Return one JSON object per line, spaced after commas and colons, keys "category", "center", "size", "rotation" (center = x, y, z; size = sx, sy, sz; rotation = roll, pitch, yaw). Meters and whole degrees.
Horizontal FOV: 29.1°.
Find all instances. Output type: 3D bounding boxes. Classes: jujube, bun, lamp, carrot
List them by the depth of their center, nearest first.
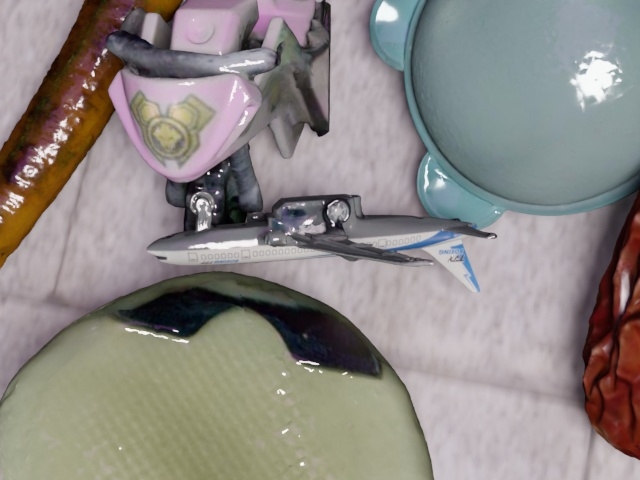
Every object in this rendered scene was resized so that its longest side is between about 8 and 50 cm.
{"category": "jujube", "center": [0.258, 0.040, 0.793], "size": [0.155, 0.155, 0.230], "rotation": [21, 103, 10]}
{"category": "bun", "center": [-0.069, 0.166, 0.804], "size": [0.283, 0.179, 0.283], "rotation": [5, 66, -12]}
{"category": "lamp", "center": [0.188, -0.130, 0.856], "size": [0.284, 0.147, 0.209], "rotation": [-16, 89, 0]}
{"category": "carrot", "center": [-0.200, -0.086, 0.926], "size": [0.066, 0.066, 0.314], "rotation": [29, 81, 11]}

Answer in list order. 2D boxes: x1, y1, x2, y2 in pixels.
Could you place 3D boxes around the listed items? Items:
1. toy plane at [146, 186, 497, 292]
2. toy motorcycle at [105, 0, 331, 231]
{"category": "toy plane", "center": [0.002, -0.003, 0.806], "size": [0.226, 0.226, 0.058], "rotation": [6, 98, -12]}
{"category": "toy motorcycle", "center": [-0.064, -0.154, 0.866], "size": [0.143, 0.188, 0.327], "rotation": [6, 77, 13]}
